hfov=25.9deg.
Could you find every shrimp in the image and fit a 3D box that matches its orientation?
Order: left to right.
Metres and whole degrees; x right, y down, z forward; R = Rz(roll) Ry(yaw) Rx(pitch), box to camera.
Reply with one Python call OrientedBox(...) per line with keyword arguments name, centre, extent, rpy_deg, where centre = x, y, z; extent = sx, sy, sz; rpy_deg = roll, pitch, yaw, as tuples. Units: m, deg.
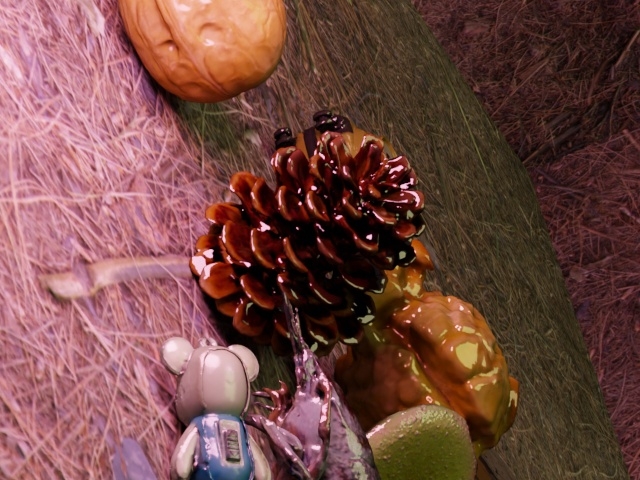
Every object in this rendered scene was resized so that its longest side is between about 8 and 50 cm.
OrientedBox(name="shrimp", centre=(-0.017, 0.244, 1.446), extent=(0.372, 0.137, 0.172), rpy_deg=(67, 20, 2))

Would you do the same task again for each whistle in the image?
OrientedBox(name="whistle", centre=(-0.101, 0.204, 1.363), extent=(0.114, 0.077, 0.235), rpy_deg=(11, 56, -34))

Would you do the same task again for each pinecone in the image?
OrientedBox(name="pinecone", centre=(0.003, 0.000, 1.576), extent=(0.246, 0.292, 0.246), rpy_deg=(23, 48, -28))

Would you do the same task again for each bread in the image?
OrientedBox(name="bread", centre=(0.095, 0.293, 1.596), extent=(0.033, 0.228, 0.228), rpy_deg=(34, -11, 46))

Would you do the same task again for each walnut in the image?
OrientedBox(name="walnut", centre=(-0.141, -0.275, 1.683), extent=(0.193, 0.193, 0.225), rpy_deg=(-84, 154, -60))

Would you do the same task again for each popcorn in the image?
OrientedBox(name="popcorn", centre=(0.121, 0.164, 1.750), extent=(0.265, 0.225, 0.332), rpy_deg=(-162, -122, -72))

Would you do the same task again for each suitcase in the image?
OrientedBox(name="suitcase", centre=(0.045, -0.070, 2.055), extent=(0.235, 0.143, 0.193), rpy_deg=(34, 35, -61))

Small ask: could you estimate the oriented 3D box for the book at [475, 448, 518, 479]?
OrientedBox(name="book", centre=(0.248, 0.353, 2.163), extent=(0.269, 0.032, 0.389), rpy_deg=(52, 8, 29))
